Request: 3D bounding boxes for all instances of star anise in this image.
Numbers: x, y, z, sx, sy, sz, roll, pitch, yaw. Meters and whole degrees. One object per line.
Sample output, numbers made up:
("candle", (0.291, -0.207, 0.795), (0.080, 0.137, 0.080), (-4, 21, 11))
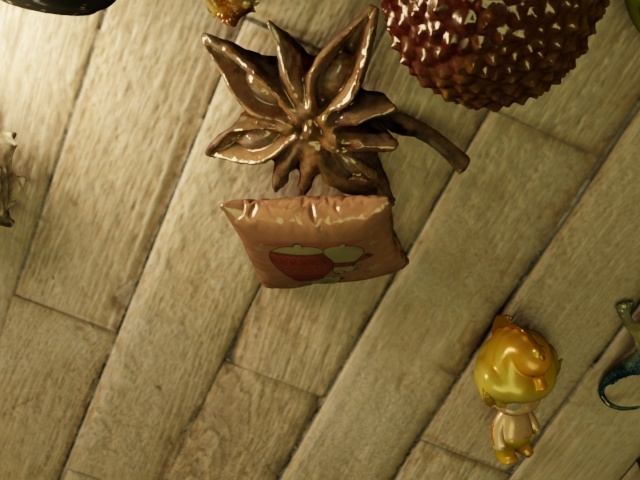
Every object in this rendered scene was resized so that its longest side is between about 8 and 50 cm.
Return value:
("star anise", (0.003, -0.162, 1.142), (0.349, 0.109, 0.292), (-7, 133, 19))

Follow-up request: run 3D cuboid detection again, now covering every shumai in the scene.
("shumai", (-0.110, -0.327, 1.068), (0.145, 0.145, 0.116), (-12, 139, 9))

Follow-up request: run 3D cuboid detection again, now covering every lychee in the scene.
("lychee", (0.186, -0.277, 0.987), (0.267, 0.267, 0.267), (1, 118, 2))

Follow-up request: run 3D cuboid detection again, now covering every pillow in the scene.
("pillow", (0.000, 0.000, 1.210), (0.236, 0.084, 0.223), (-5, 152, 7))

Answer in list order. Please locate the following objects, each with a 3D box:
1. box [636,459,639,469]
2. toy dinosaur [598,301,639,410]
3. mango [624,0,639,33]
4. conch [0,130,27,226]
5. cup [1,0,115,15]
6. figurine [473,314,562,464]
("box", (0.612, 0.440, 1.357), (0.149, 0.231, 0.155), (-24, 114, 15))
("toy dinosaur", (0.498, 0.133, 1.255), (0.076, 0.147, 0.363), (3, 153, -20))
("mango", (0.438, -0.353, 0.995), (0.175, 0.143, 0.293), (10, 114, 19))
("conch", (-0.538, -0.074, 1.198), (0.313, 0.186, 0.241), (-47, 117, 3))
("cup", (-0.291, -0.365, 1.036), (0.223, 0.169, 0.176), (-5, 116, -34))
("figurine", (0.296, 0.228, 1.327), (0.156, 0.131, 0.246), (-16, 121, -28))
